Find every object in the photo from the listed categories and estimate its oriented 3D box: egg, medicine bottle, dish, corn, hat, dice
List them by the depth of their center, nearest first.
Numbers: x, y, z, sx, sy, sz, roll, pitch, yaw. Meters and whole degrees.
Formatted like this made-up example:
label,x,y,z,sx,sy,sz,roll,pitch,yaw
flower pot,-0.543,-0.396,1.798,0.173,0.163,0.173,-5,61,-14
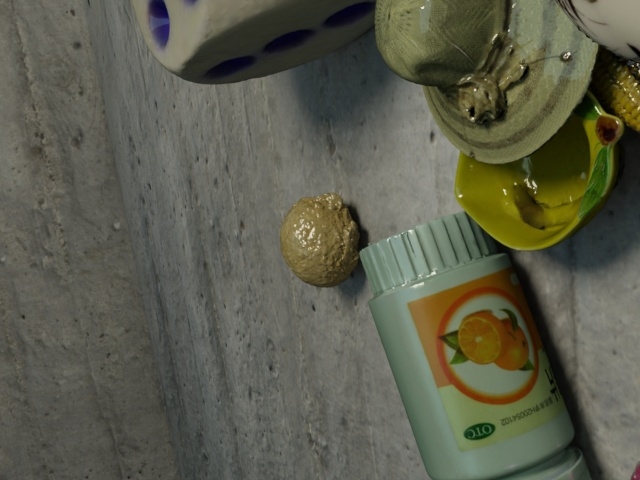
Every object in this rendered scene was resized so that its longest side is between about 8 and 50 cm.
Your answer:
label,x,y,z,sx,sy,sz,roll,pitch,yaw
corn,0.227,-0.159,0.551,0.203,0.072,0.072,60,148,25
hat,0.104,-0.184,0.573,0.252,0.110,0.251,173,90,-67
dish,0.207,-0.071,0.617,0.208,0.080,0.148,-20,82,62
medicine bottle,0.155,0.134,0.723,0.158,0.158,0.317,-31,77,60
dice,-0.066,-0.333,0.783,0.251,0.259,0.243,-19,88,61
egg,0.000,0.000,0.985,0.116,0.118,0.140,-69,-30,-61

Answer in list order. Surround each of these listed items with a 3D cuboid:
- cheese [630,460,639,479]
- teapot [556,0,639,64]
label,x,y,z,sx,sy,sz,roll,pitch,yaw
cheese,0.323,0.219,0.571,0.155,0.062,0.244,28,127,55
teapot,0.240,-0.225,0.417,0.209,0.166,0.299,-1,86,30
